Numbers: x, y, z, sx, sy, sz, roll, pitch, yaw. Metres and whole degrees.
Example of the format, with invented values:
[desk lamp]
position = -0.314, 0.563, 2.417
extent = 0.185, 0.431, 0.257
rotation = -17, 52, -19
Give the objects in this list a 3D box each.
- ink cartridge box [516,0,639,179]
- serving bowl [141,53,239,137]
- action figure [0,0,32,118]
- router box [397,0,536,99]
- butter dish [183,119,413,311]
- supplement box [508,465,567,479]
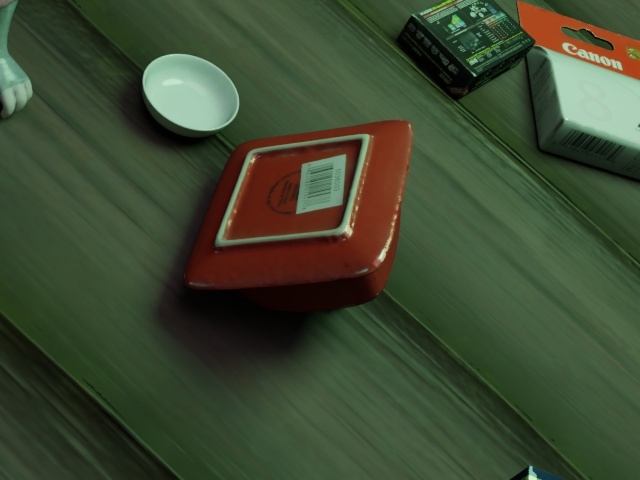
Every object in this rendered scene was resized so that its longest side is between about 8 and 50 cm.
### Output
[ink cartridge box]
position = 0.314, -0.173, 1.087
extent = 0.189, 0.066, 0.232
rotation = 14, 56, -17
[serving bowl]
position = -0.112, -0.117, 0.847
extent = 0.083, 0.027, 0.083
rotation = 14, 52, -18
[action figure]
position = -0.267, -0.281, 0.744
extent = 0.248, 0.275, 0.370
rotation = 29, 35, -13
[router box]
position = 0.152, -0.207, 1.039
extent = 0.122, 0.038, 0.092
rotation = -32, 75, -40
[butter dish]
position = 0.000, 0.000, 0.768
extent = 0.160, 0.118, 0.160
rotation = -6, 45, 23
[supplement box]
position = 0.168, 0.222, 0.721
extent = 0.083, 0.056, 0.083
rotation = 23, 49, -11
